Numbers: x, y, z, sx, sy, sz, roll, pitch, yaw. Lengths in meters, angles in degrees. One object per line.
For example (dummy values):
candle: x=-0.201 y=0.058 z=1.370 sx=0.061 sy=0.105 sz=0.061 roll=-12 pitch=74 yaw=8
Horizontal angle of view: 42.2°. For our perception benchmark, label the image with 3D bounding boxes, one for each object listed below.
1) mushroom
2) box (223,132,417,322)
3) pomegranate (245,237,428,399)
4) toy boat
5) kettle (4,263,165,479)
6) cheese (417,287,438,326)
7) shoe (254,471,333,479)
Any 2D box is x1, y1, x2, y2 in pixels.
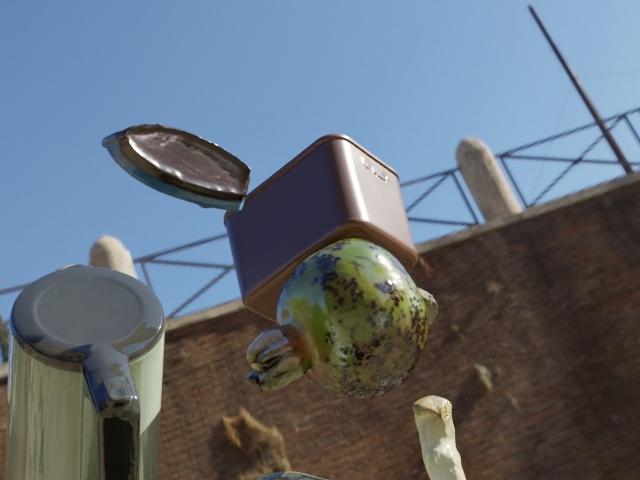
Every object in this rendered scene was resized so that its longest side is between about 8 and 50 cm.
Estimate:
mushroom: x=0.178 y=0.320 z=1.189 sx=0.059 sy=0.202 sz=0.054 roll=-10 pitch=-25 yaw=-2
box: x=0.000 y=0.000 z=1.669 sx=0.339 sy=0.229 sz=0.239 roll=-35 pitch=-43 yaw=26
pomegranate: x=0.015 y=0.159 z=1.404 sx=0.340 sy=0.285 sz=0.285 roll=-26 pitch=-17 yaw=-32
toy boat: x=-0.206 y=-0.107 z=1.196 sx=0.223 sy=0.100 sz=0.097 roll=21 pitch=-25 yaw=-24
kettle: x=-0.349 y=0.281 z=1.261 sx=0.250 sy=0.361 sz=0.377 roll=-3 pitch=-53 yaw=-23
cheese: x=0.157 y=0.183 z=1.920 sx=0.175 sy=0.091 sz=0.202 roll=12 pitch=33 yaw=45
shoe: x=0.004 y=0.428 z=1.176 sx=0.316 sy=0.159 sz=0.124 roll=-11 pitch=30 yaw=41
